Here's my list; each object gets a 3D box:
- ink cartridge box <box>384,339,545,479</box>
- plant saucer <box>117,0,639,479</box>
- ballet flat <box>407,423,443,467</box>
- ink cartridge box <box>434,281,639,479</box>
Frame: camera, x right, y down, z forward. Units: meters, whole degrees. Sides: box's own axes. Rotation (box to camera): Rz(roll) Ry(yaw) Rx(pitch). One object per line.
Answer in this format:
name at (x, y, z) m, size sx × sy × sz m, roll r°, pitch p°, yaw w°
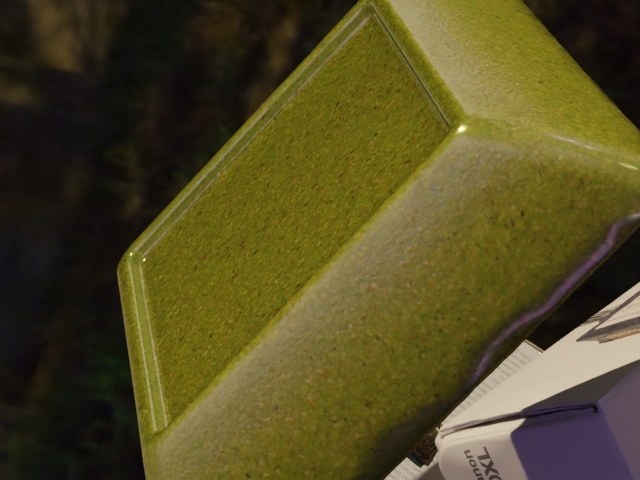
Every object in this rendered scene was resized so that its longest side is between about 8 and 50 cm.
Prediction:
ink cartridge box at (0.052, 0.275, 1.284) m, size 0.071 × 0.330 × 0.324 m, roll 32°, pitch 146°, yaw 37°
plant saucer at (0.000, 0.000, 0.548) m, size 0.188 × 0.045 × 0.188 m, roll -46°, pitch 24°, yaw 11°
ballet flat at (0.045, 0.104, 1.071) m, size 0.114 × 0.041 × 0.041 m, roll 40°, pitch -129°, yaw -54°
ink cartridge box at (0.186, 0.094, 0.733) m, size 0.100 × 0.237 × 0.172 m, roll -20°, pitch 99°, yaw 53°
